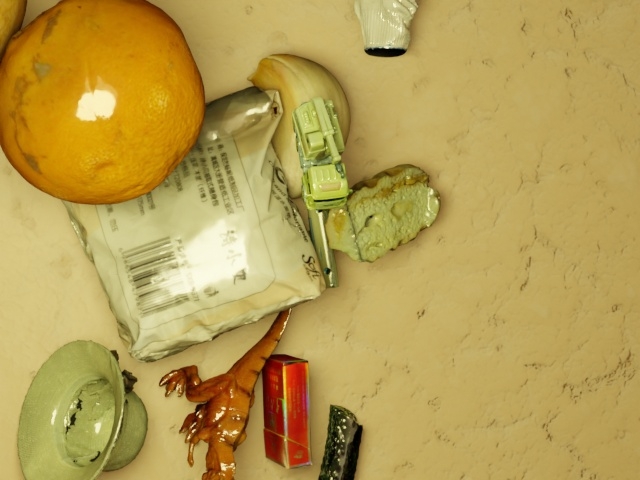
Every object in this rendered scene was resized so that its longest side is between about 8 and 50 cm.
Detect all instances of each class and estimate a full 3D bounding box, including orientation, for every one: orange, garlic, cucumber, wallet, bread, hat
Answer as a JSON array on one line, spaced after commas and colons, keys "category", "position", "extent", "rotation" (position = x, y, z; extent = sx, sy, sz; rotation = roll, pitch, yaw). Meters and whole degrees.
[{"category": "orange", "position": [-0.316, -0.201, 1.707], "extent": [0.312, 0.312, 0.312], "rotation": [0, 91, -12]}, {"category": "garlic", "position": [-0.033, -0.188, 1.965], "extent": [0.164, 0.145, 0.245], "rotation": [-5, 94, 20]}, {"category": "cucumber", "position": [0.024, 0.404, 2.012], "extent": [0.067, 0.067, 0.245], "rotation": [11, 91, -12]}, {"category": "wallet", "position": [0.000, 0.000, 1.971], "extent": [0.039, 0.110, 0.155], "rotation": [-7, 91, -3]}, {"category": "bread", "position": [0.100, -0.046, 1.967], "extent": [0.232, 0.088, 0.128], "rotation": [-26, 104, -42]}, {"category": "hat", "position": [-0.351, 0.292, 1.881], "extent": [0.130, 0.257, 0.257], "rotation": [24, 85, -45]}]

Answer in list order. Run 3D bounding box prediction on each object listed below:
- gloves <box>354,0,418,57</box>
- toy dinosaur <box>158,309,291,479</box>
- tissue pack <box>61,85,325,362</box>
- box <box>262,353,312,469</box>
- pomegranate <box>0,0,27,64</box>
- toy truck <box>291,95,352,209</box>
[{"category": "gloves", "position": [0.104, -0.421, 1.996], "extent": [0.119, 0.097, 0.229], "rotation": [0, 102, 32]}, {"category": "toy dinosaur", "position": [-0.157, 0.238, 1.922], "extent": [0.097, 0.208, 0.432], "rotation": [37, 56, -39]}, {"category": "tissue pack", "position": [-0.204, -0.024, 1.879], "extent": [0.390, 0.195, 0.376], "rotation": [-17, 86, -1]}, {"category": "box", "position": [-0.058, 0.279, 1.963], "extent": [0.048, 0.112, 0.175], "rotation": [-3, 91, -22]}, {"category": "pomegranate", "position": [-0.617, -0.332, 1.694], "extent": [0.416, 0.416, 0.417], "rotation": [0, 91, -12]}, {"category": "toy truck", "position": [0.003, -0.138, 1.826], "extent": [0.077, 0.100, 0.169], "rotation": [-6, 80, -8]}]
